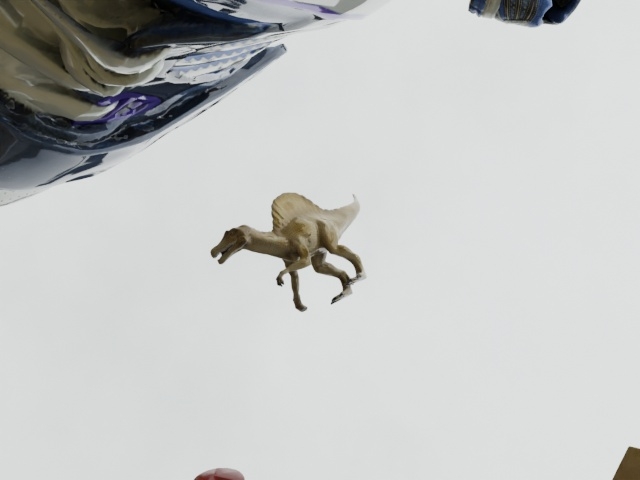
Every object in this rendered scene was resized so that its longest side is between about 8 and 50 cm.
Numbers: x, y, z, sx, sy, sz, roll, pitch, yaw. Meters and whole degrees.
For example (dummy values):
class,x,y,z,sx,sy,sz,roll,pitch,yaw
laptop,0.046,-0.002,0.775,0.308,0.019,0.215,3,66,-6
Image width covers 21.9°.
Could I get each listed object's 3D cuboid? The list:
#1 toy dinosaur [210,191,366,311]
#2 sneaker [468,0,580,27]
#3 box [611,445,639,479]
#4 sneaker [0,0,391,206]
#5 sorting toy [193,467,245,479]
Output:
class,x,y,z,sx,sy,sz,roll,pitch,yaw
toy dinosaur,0.000,0.000,1.301,0.053,0.183,0.092,-40,-105,41
sneaker,0.141,-0.160,1.058,0.058,0.135,0.052,26,-60,15
box,0.272,0.267,1.317,0.164,0.021,0.201,8,-118,48
sneaker,-0.088,-0.068,0.508,0.236,0.323,0.130,-39,-82,15
sorting toy,-0.087,0.253,1.267,0.274,0.132,0.046,-133,-146,-60
